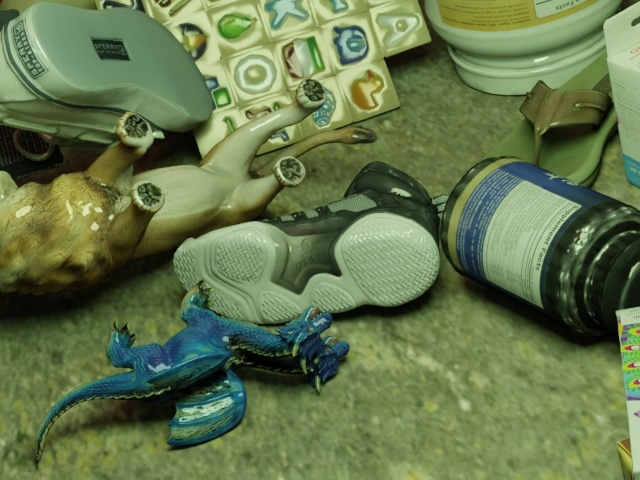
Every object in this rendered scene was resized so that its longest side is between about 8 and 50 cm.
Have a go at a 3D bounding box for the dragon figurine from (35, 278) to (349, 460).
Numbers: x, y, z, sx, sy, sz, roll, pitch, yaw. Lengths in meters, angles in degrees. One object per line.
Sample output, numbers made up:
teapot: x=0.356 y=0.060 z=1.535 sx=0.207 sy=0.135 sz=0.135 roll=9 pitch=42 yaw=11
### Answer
dragon figurine: x=-0.119 y=0.123 z=1.569 sx=0.289 sy=0.085 sz=0.144 roll=-26 pitch=34 yaw=-17

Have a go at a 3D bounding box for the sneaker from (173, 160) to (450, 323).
sneaker: x=0.000 y=0.000 z=1.695 sx=0.268 sy=0.101 sz=0.153 roll=-4 pitch=27 yaw=22

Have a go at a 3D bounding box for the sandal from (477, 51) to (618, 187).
sandal: x=0.248 y=-0.133 z=1.783 sx=0.120 sy=0.086 sz=0.303 roll=11 pitch=42 yaw=35

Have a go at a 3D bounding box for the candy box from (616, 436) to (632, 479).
candy box: x=0.304 y=0.203 z=1.300 sx=0.109 sy=0.053 sz=0.186 roll=-20 pitch=32 yaw=-4

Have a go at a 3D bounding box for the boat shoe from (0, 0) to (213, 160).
boat shoe: x=-0.246 y=-0.144 z=1.777 sx=0.156 sy=0.136 sz=0.367 roll=-28 pitch=-7 yaw=20

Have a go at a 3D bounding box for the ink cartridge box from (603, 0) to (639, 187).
ink cartridge box: x=0.337 y=-0.142 z=1.672 sx=0.104 sy=0.181 sz=0.061 roll=-30 pitch=36 yaw=-19

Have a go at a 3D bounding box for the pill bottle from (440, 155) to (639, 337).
pill bottle: x=0.218 y=0.012 z=1.553 sx=0.123 sy=0.123 sz=0.219 roll=-34 pitch=37 yaw=-24

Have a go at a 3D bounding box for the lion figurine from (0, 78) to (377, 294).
lion figurine: x=-0.152 y=-0.040 z=1.757 sx=0.392 sy=0.240 sz=0.142 roll=-6 pitch=67 yaw=-33

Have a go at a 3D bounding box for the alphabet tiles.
alphabet tiles: x=-0.064 y=-0.245 z=1.950 sx=0.342 sy=0.285 sz=0.011 roll=-19 pitch=-3 yaw=-4

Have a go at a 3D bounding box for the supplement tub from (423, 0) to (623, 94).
supplement tub: x=0.207 y=-0.339 z=1.893 sx=0.228 sy=0.316 sz=0.228 roll=-11 pitch=34 yaw=8

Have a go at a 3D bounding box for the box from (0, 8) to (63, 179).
box: x=-0.507 y=-0.100 z=1.816 sx=0.343 sy=0.179 sz=0.312 roll=-12 pitch=7 yaw=35

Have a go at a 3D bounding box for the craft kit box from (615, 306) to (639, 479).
craft kit box: x=0.351 y=0.110 z=1.310 sx=0.250 sy=0.061 sz=0.246 roll=-10 pitch=26 yaw=10

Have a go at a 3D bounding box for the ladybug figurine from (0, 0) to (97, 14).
ladybug figurine: x=-0.197 y=-0.347 z=2.112 sx=0.449 sy=0.162 sz=0.305 roll=-20 pitch=-9 yaw=-14
